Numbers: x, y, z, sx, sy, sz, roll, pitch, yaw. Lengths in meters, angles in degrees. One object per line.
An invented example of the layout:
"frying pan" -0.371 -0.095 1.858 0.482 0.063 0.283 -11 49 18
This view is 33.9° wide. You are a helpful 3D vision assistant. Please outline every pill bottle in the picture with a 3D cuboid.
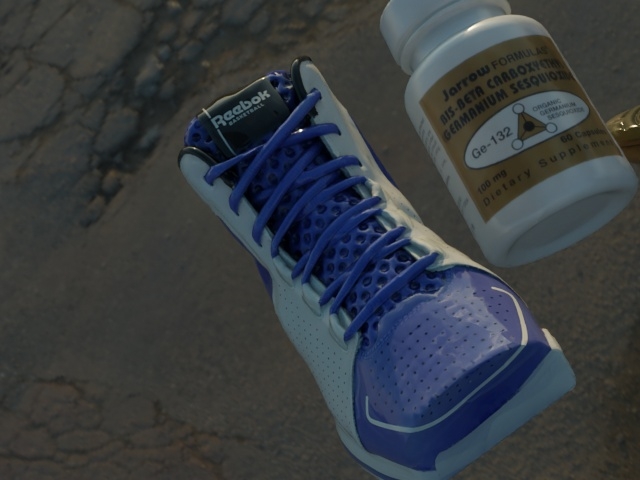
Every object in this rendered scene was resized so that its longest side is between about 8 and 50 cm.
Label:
"pill bottle" 0.142 -0.105 0.845 0.131 0.131 0.229 -30 70 12

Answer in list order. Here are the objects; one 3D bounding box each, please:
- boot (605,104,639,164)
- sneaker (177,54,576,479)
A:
"boot" 0.379 0.003 0.883 0.236 0.269 0.089 -8 17 26
"sneaker" 0.000 -0.001 0.620 0.127 0.182 0.315 -39 28 0
